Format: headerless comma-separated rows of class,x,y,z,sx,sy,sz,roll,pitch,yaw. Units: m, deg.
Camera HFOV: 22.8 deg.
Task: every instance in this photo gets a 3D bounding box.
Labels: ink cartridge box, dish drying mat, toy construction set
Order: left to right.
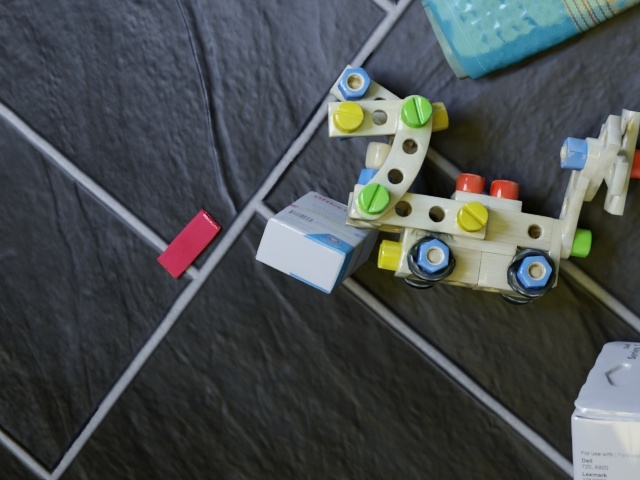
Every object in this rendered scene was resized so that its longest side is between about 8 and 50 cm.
dish drying mat,-0.146,0.004,1.762,0.032,0.008,0.083,45,114,5
ink cartridge box,0.000,0.000,1.649,0.088,0.122,0.052,25,114,12
toy construction set,0.158,-0.056,1.578,0.327,0.151,0.215,7,80,10
ink cartridge box,0.322,0.261,1.547,0.117,0.201,0.278,1,106,20

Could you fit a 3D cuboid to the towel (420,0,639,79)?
towel,0.242,-0.344,1.528,0.370,0.040,0.271,-24,95,21
